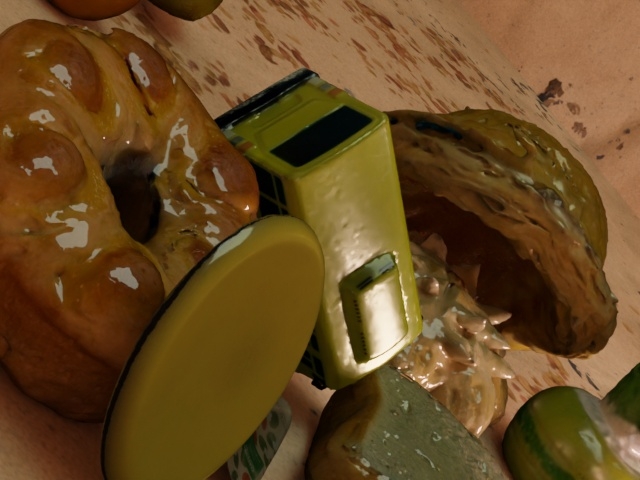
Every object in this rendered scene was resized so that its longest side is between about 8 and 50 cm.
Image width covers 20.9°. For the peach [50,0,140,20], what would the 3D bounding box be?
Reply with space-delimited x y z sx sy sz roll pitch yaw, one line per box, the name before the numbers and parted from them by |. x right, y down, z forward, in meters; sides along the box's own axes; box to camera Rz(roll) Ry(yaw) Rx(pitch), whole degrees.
peach | -0.246 -0.310 1.928 0.138 0.138 0.138 40 17 -15

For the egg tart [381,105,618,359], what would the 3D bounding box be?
egg tart | 0.193 -0.022 1.971 0.388 0.169 0.388 34 -24 17

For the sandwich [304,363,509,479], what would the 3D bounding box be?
sandwich | 0.091 0.227 1.526 0.226 0.087 0.251 42 17 -5

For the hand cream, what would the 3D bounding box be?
hand cream | -0.053 0.164 1.421 0.165 0.037 0.057 -55 133 -73

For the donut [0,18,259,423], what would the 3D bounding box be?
donut | -0.167 -0.017 1.298 0.299 0.150 0.317 58 26 8

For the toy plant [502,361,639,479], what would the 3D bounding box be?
toy plant | 0.360 0.177 1.879 0.184 0.316 0.224 44 15 -5

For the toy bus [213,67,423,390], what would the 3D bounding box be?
toy bus | 0.000 0.000 1.526 0.150 0.128 0.262 30 -36 42

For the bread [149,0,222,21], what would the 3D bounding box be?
bread | -0.272 -0.415 2.137 0.383 0.112 0.166 42 14 -10

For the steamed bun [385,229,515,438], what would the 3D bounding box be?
steamed bun | 0.107 0.083 1.823 0.295 0.137 0.292 32 22 -42

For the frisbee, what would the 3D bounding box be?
frisbee | -0.070 0.088 1.231 0.017 0.236 0.236 31 10 24
